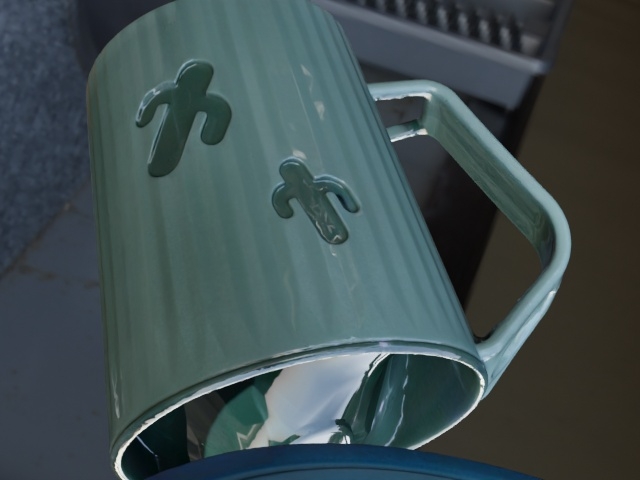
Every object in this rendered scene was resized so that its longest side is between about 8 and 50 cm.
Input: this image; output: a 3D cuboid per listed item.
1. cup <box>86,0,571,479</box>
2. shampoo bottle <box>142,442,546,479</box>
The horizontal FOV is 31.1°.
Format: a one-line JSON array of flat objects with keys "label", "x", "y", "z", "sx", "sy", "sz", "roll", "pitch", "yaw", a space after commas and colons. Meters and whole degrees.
[{"label": "cup", "x": -0.014, "y": 0.012, "z": 1.036, "sx": 0.310, "sy": 0.401, "sz": 0.392, "roll": -47, "pitch": -131, "yaw": 47}, {"label": "shampoo bottle", "x": 0.026, "y": 0.296, "z": 0.365, "sx": 0.331, "sy": 0.331, "sz": 0.343, "roll": -50, "pitch": 158, "yaw": -70}]
